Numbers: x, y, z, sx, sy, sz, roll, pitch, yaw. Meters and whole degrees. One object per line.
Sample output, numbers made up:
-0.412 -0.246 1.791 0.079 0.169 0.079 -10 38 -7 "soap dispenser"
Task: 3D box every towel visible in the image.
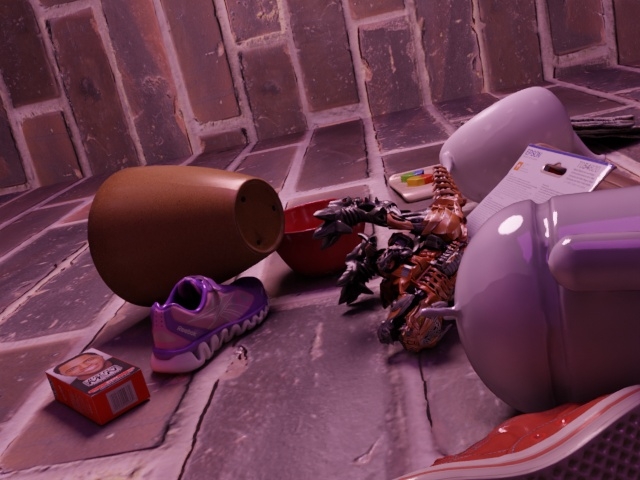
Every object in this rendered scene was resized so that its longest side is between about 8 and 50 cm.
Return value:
0.540 -0.271 1.623 0.312 0.056 0.324 -4 12 -27 "towel"

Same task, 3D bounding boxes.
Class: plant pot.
-0.190 -0.023 1.093 0.254 0.237 0.237 -9 15 35 "plant pot"

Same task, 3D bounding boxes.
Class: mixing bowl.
0.000 0.000 1.169 0.182 0.098 0.181 -13 16 4 "mixing bowl"

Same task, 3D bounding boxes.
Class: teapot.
0.347 -0.135 1.235 0.256 0.187 0.252 -34 -13 24 "teapot"

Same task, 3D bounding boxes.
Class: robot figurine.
0.274 0.052 0.610 0.354 0.199 0.300 -7 -23 18 "robot figurine"

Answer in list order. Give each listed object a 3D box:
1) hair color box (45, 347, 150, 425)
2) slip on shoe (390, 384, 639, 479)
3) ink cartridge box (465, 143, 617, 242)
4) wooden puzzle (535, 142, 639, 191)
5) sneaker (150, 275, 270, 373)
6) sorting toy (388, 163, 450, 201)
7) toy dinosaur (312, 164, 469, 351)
-0.284 0.181 0.877 0.072 0.043 0.141 -27 21 -38 "hair color box"
0.118 0.187 0.466 0.331 0.123 0.101 -19 -5 -21 "slip on shoe"
0.271 -0.021 0.934 0.224 0.045 0.223 -49 17 5 "ink cartridge box"
0.435 -0.069 1.032 0.221 0.044 0.238 21 19 -3 "wooden puzzle"
-0.156 0.091 0.978 0.095 0.104 0.236 -4 17 30 "sneaker"
0.259 -0.143 1.556 0.193 0.038 0.208 -13 17 -1 "sorting toy"
0.125 0.017 0.932 0.219 0.164 0.322 0 22 25 "toy dinosaur"
